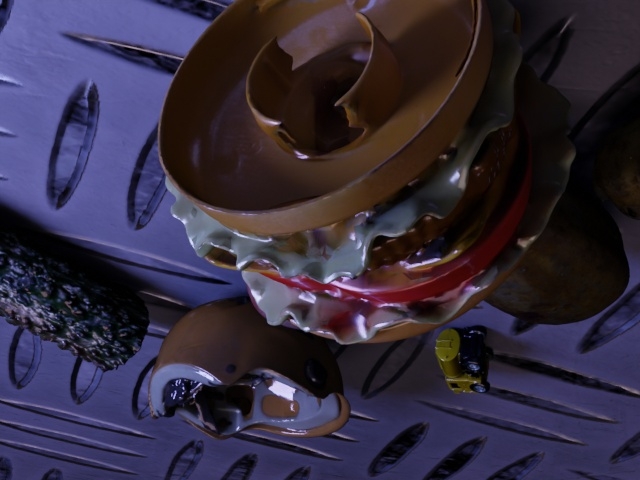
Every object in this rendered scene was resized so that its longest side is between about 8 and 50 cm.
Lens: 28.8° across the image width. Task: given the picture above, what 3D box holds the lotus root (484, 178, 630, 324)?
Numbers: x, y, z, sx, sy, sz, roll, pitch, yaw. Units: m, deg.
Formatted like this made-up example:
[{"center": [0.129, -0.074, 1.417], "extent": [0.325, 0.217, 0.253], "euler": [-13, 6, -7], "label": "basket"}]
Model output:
[{"center": [0.181, 0.000, 1.049], "extent": [0.123, 0.124, 0.241], "euler": [-38, 147, 24], "label": "lotus root"}]

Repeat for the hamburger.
[{"center": [0.040, -0.057, 0.880], "extent": [0.274, 0.274, 0.212], "euler": [-9, 143, 28], "label": "hamburger"}]

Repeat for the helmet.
[{"center": [-0.075, 0.133, 1.357], "extent": [0.224, 0.130, 0.198], "euler": [17, 152, -33], "label": "helmet"}]

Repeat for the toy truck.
[{"center": [0.159, 0.133, 1.370], "extent": [0.054, 0.049, 0.083], "euler": [0, 147, 18], "label": "toy truck"}]

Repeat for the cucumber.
[{"center": [-0.339, 0.021, 1.281], "extent": [0.096, 0.096, 0.359], "euler": [-22, 136, 41], "label": "cucumber"}]

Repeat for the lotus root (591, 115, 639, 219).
[{"center": [0.279, -0.065, 0.970], "extent": [0.089, 0.080, 0.179], "euler": [42, 152, -13], "label": "lotus root"}]

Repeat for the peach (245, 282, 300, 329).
[{"center": [0.000, 0.000, 1.116], "extent": [0.152, 0.152, 0.152], "euler": [7, 149, 4], "label": "peach"}]
